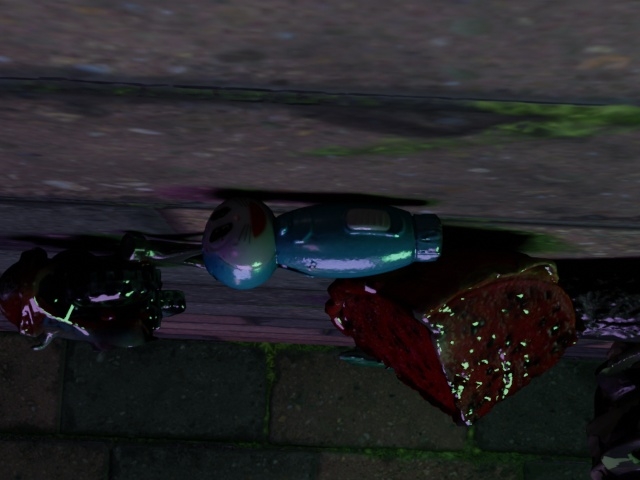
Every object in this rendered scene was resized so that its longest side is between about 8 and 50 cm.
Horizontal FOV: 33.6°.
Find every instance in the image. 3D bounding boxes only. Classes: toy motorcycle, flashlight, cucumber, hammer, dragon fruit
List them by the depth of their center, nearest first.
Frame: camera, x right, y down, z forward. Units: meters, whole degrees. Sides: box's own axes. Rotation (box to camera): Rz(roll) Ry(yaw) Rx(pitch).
[{"bbox_3d":[0.000,0.000,0.572,0.129,0.051,0.051,-2,172,-2],"label":"flashlight"},{"bbox_3d":[-0.043,0.004,0.697,0.201,0.021,0.078,-4,170,43],"label":"hammer"},{"bbox_3d":[0.080,0.033,0.721,0.127,0.121,0.161,-36,-140,-23],"label":"dragon fruit"},{"bbox_3d":[0.199,0.045,0.790,0.245,0.067,0.067,0,172,34],"label":"cucumber"},{"bbox_3d":[-0.181,0.050,0.852,0.122,0.082,0.213,1,171,4],"label":"toy motorcycle"}]

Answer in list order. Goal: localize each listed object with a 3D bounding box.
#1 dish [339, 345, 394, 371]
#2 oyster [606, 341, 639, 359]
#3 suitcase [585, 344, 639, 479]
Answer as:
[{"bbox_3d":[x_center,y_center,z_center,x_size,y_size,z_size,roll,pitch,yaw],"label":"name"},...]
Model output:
[{"bbox_3d":[0.131,0.111,1.211,0.224,0.078,0.246,3,171,-4],"label":"dish"},{"bbox_3d":[0.424,0.126,1.184,0.360,0.096,0.221,7,176,-32],"label":"oyster"},{"bbox_3d":[0.390,0.150,0.875,0.339,0.194,0.351,16,151,-19],"label":"suitcase"}]
